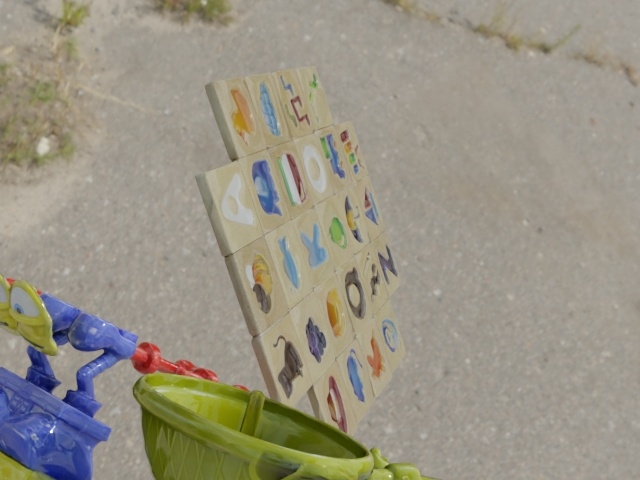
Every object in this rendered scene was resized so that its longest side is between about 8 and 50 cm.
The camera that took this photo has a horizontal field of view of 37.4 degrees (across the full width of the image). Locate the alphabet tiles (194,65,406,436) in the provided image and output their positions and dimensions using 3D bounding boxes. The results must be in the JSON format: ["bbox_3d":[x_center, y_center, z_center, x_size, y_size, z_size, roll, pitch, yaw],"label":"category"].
[{"bbox_3d":[0.000,0.000,0.779,0.342,0.011,0.285,-36,109,-68],"label":"alphabet tiles"}]

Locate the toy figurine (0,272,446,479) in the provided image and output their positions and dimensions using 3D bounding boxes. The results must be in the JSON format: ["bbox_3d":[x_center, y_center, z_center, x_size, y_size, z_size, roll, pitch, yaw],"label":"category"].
[{"bbox_3d":[-0.137,0.156,0.524,0.191,0.362,0.217,38,74,-51],"label":"toy figurine"}]
